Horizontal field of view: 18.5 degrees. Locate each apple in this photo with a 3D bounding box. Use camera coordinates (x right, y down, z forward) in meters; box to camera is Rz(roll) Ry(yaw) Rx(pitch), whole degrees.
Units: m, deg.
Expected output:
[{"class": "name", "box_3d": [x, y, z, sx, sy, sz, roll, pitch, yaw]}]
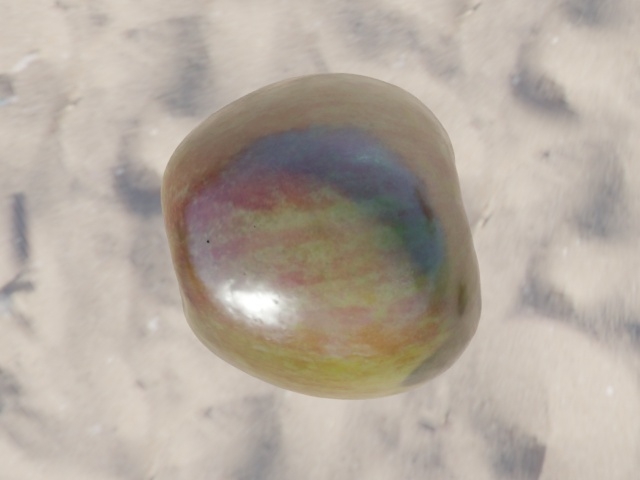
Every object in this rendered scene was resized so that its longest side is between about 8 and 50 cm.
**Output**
[{"class": "apple", "box_3d": [0.000, 0.000, 1.519, 0.234, 0.257, 0.256, -9, 99, -4]}]
